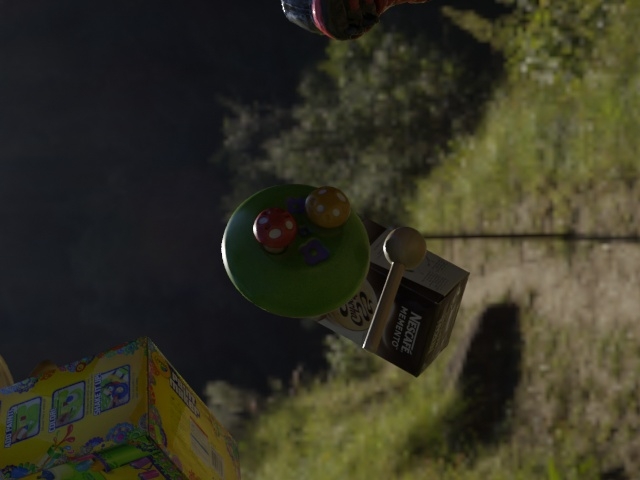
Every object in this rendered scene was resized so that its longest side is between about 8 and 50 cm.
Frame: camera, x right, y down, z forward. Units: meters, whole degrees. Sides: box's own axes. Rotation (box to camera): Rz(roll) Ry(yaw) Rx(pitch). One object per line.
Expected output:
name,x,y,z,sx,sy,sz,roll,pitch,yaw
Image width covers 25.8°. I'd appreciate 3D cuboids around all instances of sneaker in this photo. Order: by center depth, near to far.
sneaker,0.059,-0.321,1.699,0.276,0.135,0.098,-33,-59,-38

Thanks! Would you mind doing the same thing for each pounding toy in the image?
pounding toy,0.000,0.000,1.668,0.110,0.236,0.183,101,-165,-59

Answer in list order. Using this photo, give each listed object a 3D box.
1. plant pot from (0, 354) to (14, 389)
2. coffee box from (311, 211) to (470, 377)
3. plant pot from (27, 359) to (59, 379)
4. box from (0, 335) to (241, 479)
plant pot,-0.764,0.325,2.550,0.305,0.333,0.334,-35,-56,-82
coffee box,0.082,0.075,2.341,0.119,0.297,0.168,-38,-32,-47
plant pot,-0.477,0.320,2.363,0.236,0.032,0.236,13,-90,-82
box,-0.296,0.323,1.961,0.177,0.279,0.290,-98,-17,-44
